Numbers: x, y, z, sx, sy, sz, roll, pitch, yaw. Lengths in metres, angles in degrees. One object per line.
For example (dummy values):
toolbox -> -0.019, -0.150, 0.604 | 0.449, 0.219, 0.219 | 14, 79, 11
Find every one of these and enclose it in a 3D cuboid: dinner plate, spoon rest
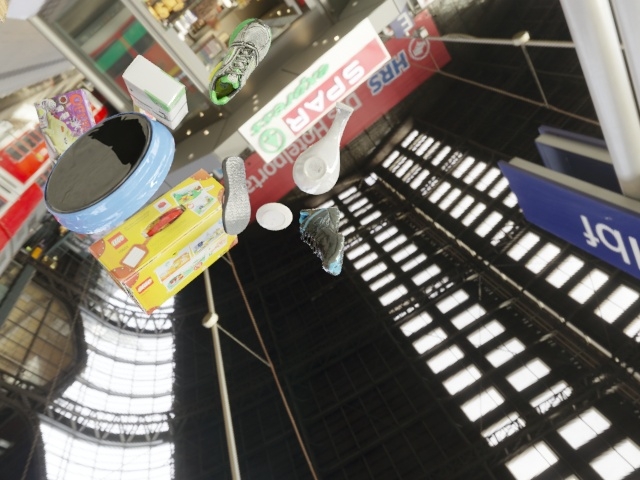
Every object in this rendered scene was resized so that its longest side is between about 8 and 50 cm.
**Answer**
dinner plate -> -0.183, -0.090, 1.721 | 0.141, 0.141, 0.017 | -27, -140, 24
spoon rest -> 0.017, -0.269, 1.302 | 0.276, 0.137, 0.084 | -63, 177, 7

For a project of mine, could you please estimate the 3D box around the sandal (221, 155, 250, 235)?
sandal -> -0.280, -0.143, 1.407 | 0.055, 0.097, 0.254 | 2, -88, 47

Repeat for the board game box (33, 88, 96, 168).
board game box -> -1.020, -0.422, 1.786 | 0.209, 0.346, 0.056 | -16, -179, -3

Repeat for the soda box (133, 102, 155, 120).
soda box -> -0.684, -0.456, 1.702 | 0.061, 0.181, 0.058 | -16, -154, -42

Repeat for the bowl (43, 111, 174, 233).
bowl -> -0.592, -0.202, 1.209 | 0.392, 0.077, 0.390 | -12, -125, 18

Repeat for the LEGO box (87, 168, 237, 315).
LEGO box -> -0.580, 0.015, 1.716 | 0.500, 0.193, 0.372 | -43, 164, -25

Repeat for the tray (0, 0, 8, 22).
tray -> -1.088, -0.791, 1.245 | 0.411, 0.203, 0.076 | 178, -78, -72

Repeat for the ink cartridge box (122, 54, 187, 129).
ink cartridge box -> -0.524, -0.468, 1.404 | 0.092, 0.160, 0.219 | -59, -171, -12

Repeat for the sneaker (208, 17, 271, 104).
sneaker -> -0.284, -0.620, 1.546 | 0.343, 0.134, 0.146 | -47, -144, 32

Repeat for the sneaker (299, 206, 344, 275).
sneaker -> 0.000, 0.000, 1.413 | 0.140, 0.124, 0.340 | 4, -151, -7
